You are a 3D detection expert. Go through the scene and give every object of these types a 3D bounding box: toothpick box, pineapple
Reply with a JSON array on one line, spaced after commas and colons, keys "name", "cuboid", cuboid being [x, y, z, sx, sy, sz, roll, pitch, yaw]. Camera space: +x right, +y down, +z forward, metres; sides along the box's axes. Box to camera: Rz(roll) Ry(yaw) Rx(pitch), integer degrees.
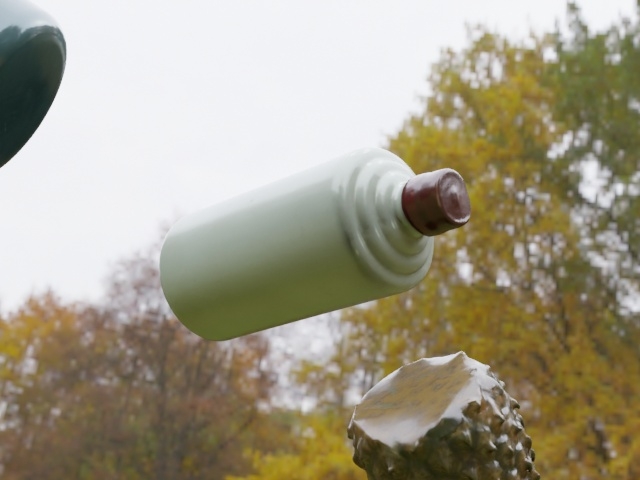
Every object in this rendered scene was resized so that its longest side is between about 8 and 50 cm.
[{"name": "toothpick box", "cuboid": [-0.260, -0.127, 0.834, 0.184, 0.120, 0.120, 32, -25, 11]}, {"name": "pineapple", "cuboid": [0.113, 0.200, 0.893, 0.125, 0.125, 0.251, -18, -71, 41]}]

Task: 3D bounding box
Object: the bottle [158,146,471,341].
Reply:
[{"name": "bottle", "cuboid": [0.000, 0.000, 0.963, 0.245, 0.104, 0.104, -19, -38, 40]}]
